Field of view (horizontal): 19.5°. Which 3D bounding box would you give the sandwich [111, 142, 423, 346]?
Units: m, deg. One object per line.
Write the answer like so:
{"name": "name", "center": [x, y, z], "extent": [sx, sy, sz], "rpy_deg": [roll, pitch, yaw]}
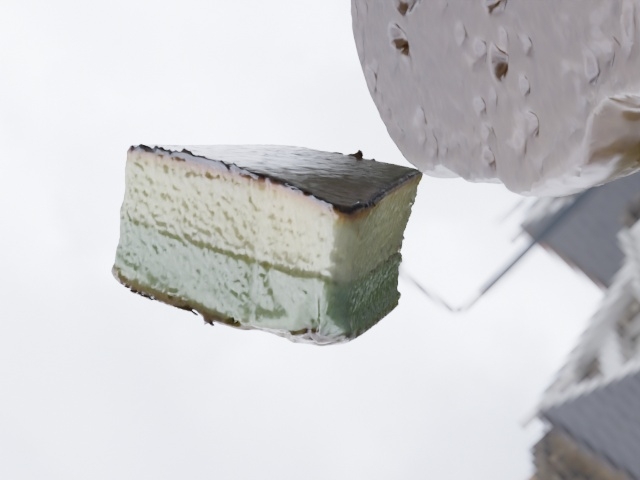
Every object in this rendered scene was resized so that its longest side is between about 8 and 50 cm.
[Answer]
{"name": "sandwich", "center": [0.000, 0.000, 1.219], "extent": [0.186, 0.108, 0.220], "rpy_deg": [-1, -168, -41]}

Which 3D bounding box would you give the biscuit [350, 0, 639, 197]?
{"name": "biscuit", "center": [0.067, -0.171, 0.701], "extent": [0.074, 0.381, 0.359], "rpy_deg": [-15, -120, -12]}
